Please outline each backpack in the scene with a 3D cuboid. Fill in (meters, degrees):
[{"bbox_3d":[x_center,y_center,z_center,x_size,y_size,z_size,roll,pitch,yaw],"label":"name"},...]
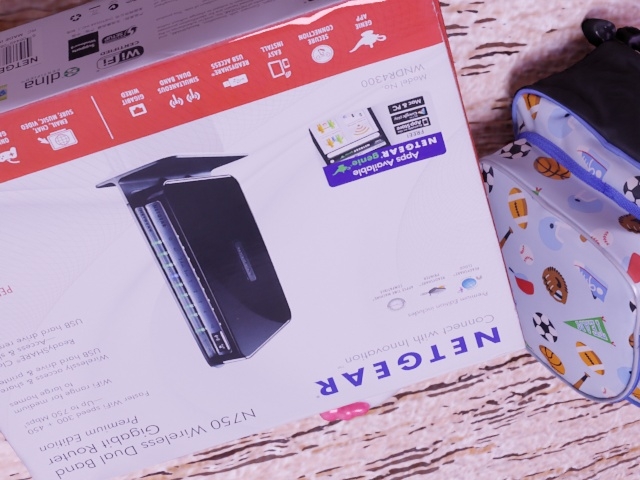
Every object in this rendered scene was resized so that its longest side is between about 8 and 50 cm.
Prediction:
[{"bbox_3d":[0.251,0.011,1.136,0.213,0.276,0.263,-30,136,-11],"label":"backpack"}]

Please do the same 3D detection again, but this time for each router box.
[{"bbox_3d":[-0.068,-0.009,0.871,0.335,0.082,0.301,-18,132,4],"label":"router box"}]

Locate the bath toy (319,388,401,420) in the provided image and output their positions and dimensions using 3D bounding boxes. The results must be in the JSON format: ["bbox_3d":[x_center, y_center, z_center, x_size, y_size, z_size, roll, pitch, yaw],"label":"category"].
[{"bbox_3d":[0.000,0.000,1.028,0.129,0.151,0.348,-55,146,-32],"label":"bath toy"}]
